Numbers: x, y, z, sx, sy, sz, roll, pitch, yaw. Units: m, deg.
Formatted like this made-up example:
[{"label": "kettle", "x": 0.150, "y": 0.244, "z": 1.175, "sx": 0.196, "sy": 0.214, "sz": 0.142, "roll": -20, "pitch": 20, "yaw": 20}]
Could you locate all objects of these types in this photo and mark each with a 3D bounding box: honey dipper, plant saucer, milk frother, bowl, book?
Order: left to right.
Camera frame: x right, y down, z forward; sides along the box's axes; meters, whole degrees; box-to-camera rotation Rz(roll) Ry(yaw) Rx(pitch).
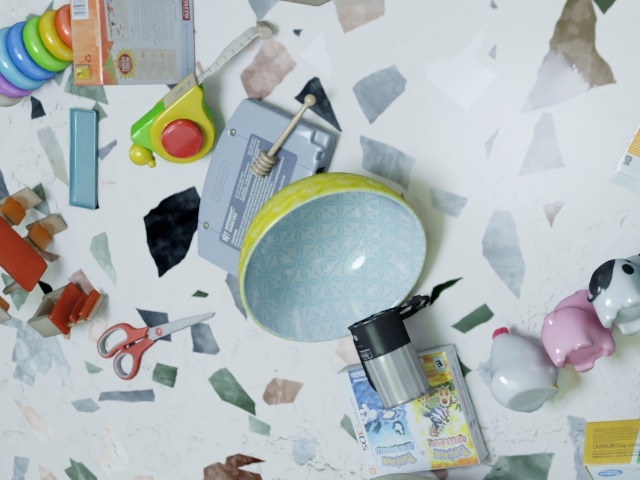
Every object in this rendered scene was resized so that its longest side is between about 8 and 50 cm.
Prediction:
[{"label": "plant saucer", "x": -0.455, "y": -0.157, "z": 1.617, "sx": 0.067, "sy": 0.018, "sz": 0.192, "roll": 11, "pitch": 106, "yaw": 27}, {"label": "honey dipper", "x": -0.058, "y": -0.168, "z": 1.332, "sx": 0.030, "sy": 0.030, "sz": 0.160, "roll": 44, "pitch": 114, "yaw": 15}, {"label": "bowl", "x": 0.000, "y": 0.000, "z": 1.291, "sx": 0.289, "sy": 0.289, "sz": 0.156, "roll": -58, "pitch": 35, "yaw": 25}, {"label": "milk frother", "x": 0.129, "y": 0.164, "z": 1.276, "sx": 0.143, "sy": 0.129, "sz": 0.134, "roll": -23, "pitch": 88, "yaw": -7}, {"label": "book", "x": 0.460, "y": -0.123, "z": 1.111, "sx": 0.096, "sy": 0.035, "sz": 0.144, "roll": 29, "pitch": 113, "yaw": 18}]

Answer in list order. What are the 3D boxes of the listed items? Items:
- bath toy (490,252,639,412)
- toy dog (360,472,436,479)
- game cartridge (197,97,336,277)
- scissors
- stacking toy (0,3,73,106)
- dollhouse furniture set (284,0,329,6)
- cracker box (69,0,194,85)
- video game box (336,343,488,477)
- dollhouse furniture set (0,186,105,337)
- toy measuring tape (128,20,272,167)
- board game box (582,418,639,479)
[{"label": "bath toy", "x": 0.365, "y": 0.104, "z": 1.155, "sx": 0.348, "sy": 0.151, "sz": 0.129, "roll": -46, "pitch": 42, "yaw": 31}, {"label": "toy dog", "x": 0.234, "y": 0.495, "z": 1.180, "sx": 0.408, "sy": 0.395, "sz": 0.284, "roll": 11, "pitch": 96, "yaw": 9}, {"label": "game cartridge", "x": -0.104, "y": -0.078, "z": 1.419, "sx": 0.198, "sy": 0.062, "sz": 0.297, "roll": 30, "pitch": 113, "yaw": 26}, {"label": "scissors", "x": -0.325, "y": 0.171, "z": 1.606, "sx": 0.297, "sy": 0.021, "sz": 0.109, "roll": -37, "pitch": 80, "yaw": 31}, {"label": "stacking toy", "x": -0.497, "y": -0.368, "z": 1.541, "sx": 0.330, "sy": 0.141, "sz": 0.141, "roll": -20, "pitch": 89, "yaw": 26}, {"label": "dollhouse furniture set", "x": -0.042, "y": -0.542, "z": 1.225, "sx": 0.303, "sy": 0.174, "sz": 0.355, "roll": -17, "pitch": 92, "yaw": 30}, {"label": "cracker box", "x": -0.301, "y": -0.332, "z": 1.373, "sx": 0.067, "sy": 0.232, "sz": 0.155, "roll": 6, "pitch": 102, "yaw": 29}, {"label": "video game box", "x": 0.144, "y": 0.278, "z": 1.355, "sx": 0.205, "sy": 0.048, "sz": 0.187, "roll": -17, "pitch": 93, "yaw": 31}, {"label": "dollhouse furniture set", "x": -0.549, "y": 0.059, "z": 1.595, "sx": 0.135, "sy": 0.262, "sz": 0.259, "roll": -20, "pitch": 123, "yaw": 29}, {"label": "toy measuring tape", "x": -0.187, "y": -0.227, "z": 1.422, "sx": 0.330, "sy": 0.121, "sz": 0.121, "roll": -38, "pitch": 80, "yaw": 11}, {"label": "board game box", "x": 0.498, "y": 0.336, "z": 1.061, "sx": 0.242, "sy": 0.064, "sz": 0.316, "roll": -11, "pitch": 130, "yaw": 30}]
